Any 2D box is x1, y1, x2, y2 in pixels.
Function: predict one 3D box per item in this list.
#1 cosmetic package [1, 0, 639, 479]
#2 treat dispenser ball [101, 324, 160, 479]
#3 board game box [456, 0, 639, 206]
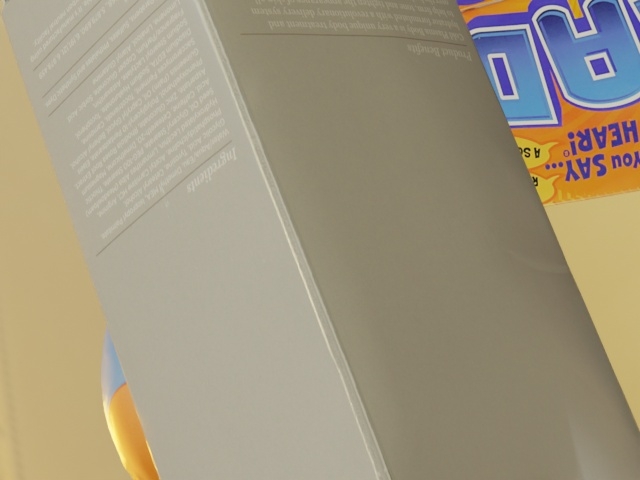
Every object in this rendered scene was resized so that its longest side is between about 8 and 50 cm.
[{"bbox_3d":[0.000,0.000,0.601,0.127,0.107,0.238,0,-114,-43],"label":"cosmetic package"},{"bbox_3d":[-0.022,0.101,1.392,0.288,0.288,0.288,39,-152,-26],"label":"treat dispenser ball"},{"bbox_3d":[0.291,-0.277,1.481,0.356,0.357,0.356,-39,-70,-41],"label":"board game box"}]
